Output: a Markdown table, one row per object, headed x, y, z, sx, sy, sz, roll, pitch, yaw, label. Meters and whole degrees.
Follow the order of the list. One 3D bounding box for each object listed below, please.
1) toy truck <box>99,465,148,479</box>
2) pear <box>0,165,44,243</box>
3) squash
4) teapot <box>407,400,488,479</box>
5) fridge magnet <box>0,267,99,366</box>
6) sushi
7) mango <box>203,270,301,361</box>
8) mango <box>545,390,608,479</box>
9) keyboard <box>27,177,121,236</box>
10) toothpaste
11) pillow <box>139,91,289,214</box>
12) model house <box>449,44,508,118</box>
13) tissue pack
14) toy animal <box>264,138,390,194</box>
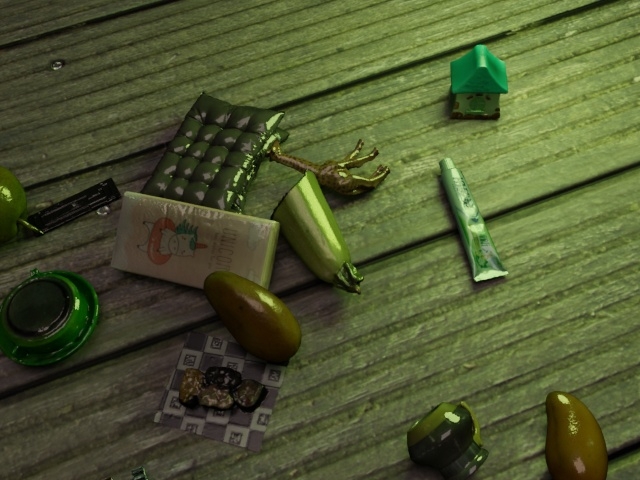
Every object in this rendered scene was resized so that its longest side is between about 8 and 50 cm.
| x | y | z | sx | sy | sz | roll | pitch | yaw | label |
| --- | --- | --- | --- | --- | --- | --- | --- | --- | --- |
| -0.329 | 0.488 | 1.152 | 0.115 | 0.080 | 0.177 | -16 | 58 | -17 | toy truck |
| -0.691 | -0.066 | 1.448 | 0.216 | 0.180 | 0.166 | 24 | 29 | 0 | pear |
| -0.014 | 0.007 | 1.404 | 0.137 | 0.137 | 0.287 | -21 | 68 | -9 | squash |
| 0.229 | 0.346 | 1.189 | 0.119 | 0.130 | 0.166 | 51 | 41 | 11 | teapot |
| -0.545 | 0.149 | 1.357 | 0.208 | 0.088 | 0.208 | -1 | 59 | 2 | fridge magnet |
| -0.188 | 0.271 | 1.287 | 0.215 | 0.050 | 0.192 | 13 | 61 | 10 | sushi |
| -0.133 | 0.140 | 1.302 | 0.227 | 0.136 | 0.099 | 41 | 50 | 8 | mango |
| 0.439 | 0.351 | 1.187 | 0.102 | 0.085 | 0.184 | -3 | 49 | 6 | mango |
| -0.552 | -0.075 | 1.535 | 0.204 | 0.013 | 0.061 | -28 | 62 | -13 | keyboard |
| 0.313 | -0.049 | 1.454 | 0.075 | 0.048 | 0.296 | -10 | 63 | -10 | toothpaste |
| -0.234 | -0.180 | 1.533 | 0.228 | 0.101 | 0.326 | 16 | 60 | 16 | pillow |
| 0.363 | -0.364 | 1.576 | 0.127 | 0.149 | 0.100 | 1 | 56 | 5 | model house |
| -0.256 | 0.012 | 1.398 | 0.326 | 0.071 | 0.170 | 12 | 90 | 11 | tissue pack |
| 0.018 | -0.163 | 1.510 | 0.276 | 0.054 | 0.149 | -4 | 69 | -10 | toy animal |
